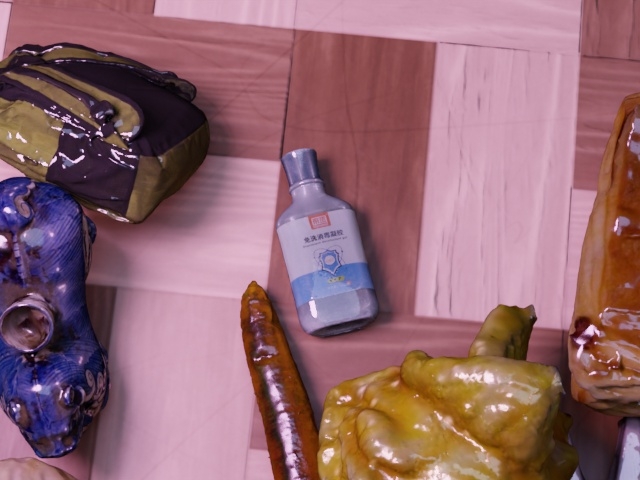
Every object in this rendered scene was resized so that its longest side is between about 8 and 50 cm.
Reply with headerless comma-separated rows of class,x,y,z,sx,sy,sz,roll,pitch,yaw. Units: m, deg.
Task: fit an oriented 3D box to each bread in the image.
bread,0.426,0.033,1.933,0.314,0.191,0.370,7,67,4

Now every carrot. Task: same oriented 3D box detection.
carrot,-0.038,0.189,1.957,0.066,0.066,0.314,-13,69,-5

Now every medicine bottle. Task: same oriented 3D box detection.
medicine bottle,0.000,0.000,2.017,0.090,0.054,0.208,-13,72,-4

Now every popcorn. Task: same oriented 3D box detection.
popcorn,0.133,0.220,1.811,0.290,0.325,0.321,-7,64,-18

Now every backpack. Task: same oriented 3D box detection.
backpack,-0.254,-0.128,1.983,0.253,0.207,0.140,23,115,7

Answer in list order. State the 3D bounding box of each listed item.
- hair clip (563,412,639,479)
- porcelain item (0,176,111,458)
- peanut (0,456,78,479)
hair clip,0.290,0.341,1.893,0.101,0.085,0.331,2,71,-4
porcelain item,-0.298,0.080,1.889,0.138,0.186,0.288,-7,102,1
peanut,-0.243,0.345,1.847,0.149,0.149,0.313,-43,87,-13
